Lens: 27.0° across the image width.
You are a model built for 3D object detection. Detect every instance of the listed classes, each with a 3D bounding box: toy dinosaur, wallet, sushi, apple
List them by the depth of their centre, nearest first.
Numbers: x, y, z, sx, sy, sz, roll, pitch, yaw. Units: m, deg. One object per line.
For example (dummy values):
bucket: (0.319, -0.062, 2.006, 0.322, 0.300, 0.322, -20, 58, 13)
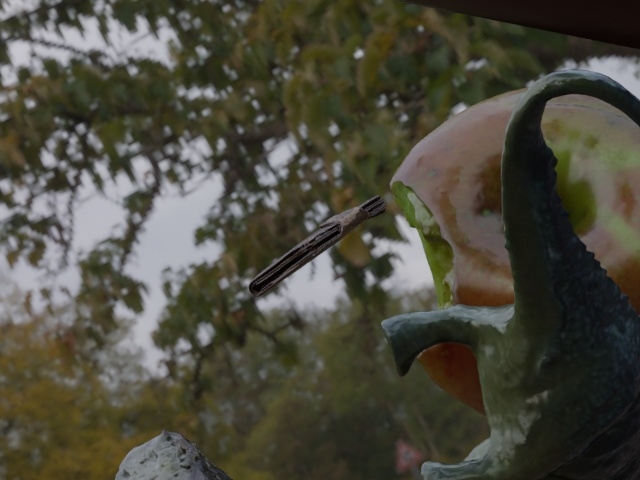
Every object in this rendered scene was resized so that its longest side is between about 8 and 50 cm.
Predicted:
toy dinosaur: (0.104, 0.071, 0.594, 0.147, 0.076, 0.363, -21, -46, 8)
sushi: (-0.091, 0.195, 0.906, 0.090, 0.150, 0.078, -47, -60, -3)
apple: (0.164, 0.024, 0.923, 0.246, 0.246, 0.226, -29, -33, -4)
wallet: (0.000, 0.000, 1.327, 0.095, 0.026, 0.176, -34, -1, 32)

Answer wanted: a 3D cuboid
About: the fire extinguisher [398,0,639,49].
fire extinguisher: (0.051, -0.120, 0.342, 0.337, 0.106, 0.147, 12, -22, 11)
